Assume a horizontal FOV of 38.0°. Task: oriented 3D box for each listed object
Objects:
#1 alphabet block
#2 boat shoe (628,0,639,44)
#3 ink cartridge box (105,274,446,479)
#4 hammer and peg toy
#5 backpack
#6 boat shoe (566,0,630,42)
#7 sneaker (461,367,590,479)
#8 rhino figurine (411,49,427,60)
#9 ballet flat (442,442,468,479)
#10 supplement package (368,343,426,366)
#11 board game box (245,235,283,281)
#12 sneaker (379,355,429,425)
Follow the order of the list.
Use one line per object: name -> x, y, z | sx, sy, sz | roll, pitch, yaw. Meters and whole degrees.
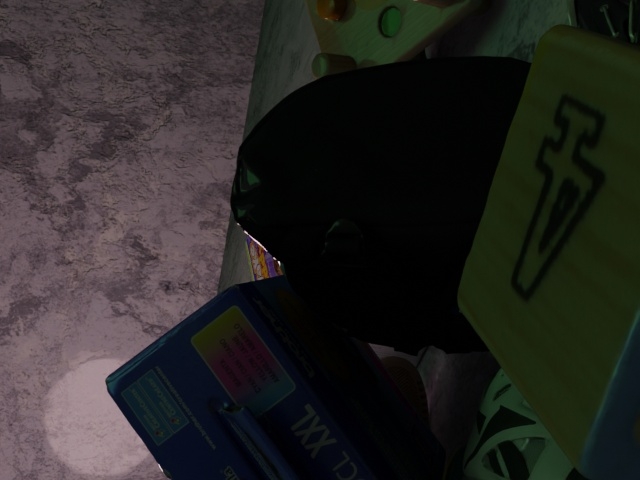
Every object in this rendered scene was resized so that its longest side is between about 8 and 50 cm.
alphabet block -> 0.210, 0.007, 0.504 | 0.197, 0.193, 0.193 | -113, 37, -68
boat shoe -> 0.262, -0.153, 0.669 | 0.070, 0.078, 0.219 | 111, 170, -68
ink cartridge box -> -0.024, 0.176, 0.854 | 0.151, 0.270, 0.395 | -38, -5, 10
hammer and peg toy -> 0.107, -0.371, 1.162 | 0.361, 0.127, 0.265 | -34, 67, 43
backpack -> 0.098, -0.014, 0.810 | 0.355, 0.290, 0.273 | 74, -164, -56
boat shoe -> 0.252, -0.164, 0.789 | 0.065, 0.075, 0.206 | -15, 49, 27
sneaker -> 0.182, 0.131, 0.662 | 0.330, 0.123, 0.146 | 142, 135, -70
rhino figurine -> 0.118, -0.228, 1.314 | 0.106, 0.073, 0.243 | 149, 132, -77
ballet flat -> 0.147, 0.287, 0.806 | 0.231, 0.077, 0.077 | -98, 9, -49
supplement package -> 0.087, 0.068, 1.140 | 0.105, 0.105, 0.179 | -94, 19, -48
board game box -> -0.019, 0.119, 1.384 | 0.233, 0.078, 0.347 | 129, 131, -63
sneaker -> 0.053, 0.279, 1.133 | 0.153, 0.099, 0.282 | 168, 109, -73
